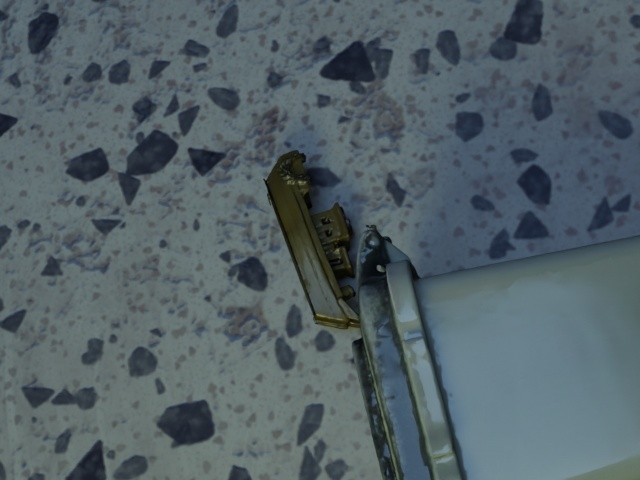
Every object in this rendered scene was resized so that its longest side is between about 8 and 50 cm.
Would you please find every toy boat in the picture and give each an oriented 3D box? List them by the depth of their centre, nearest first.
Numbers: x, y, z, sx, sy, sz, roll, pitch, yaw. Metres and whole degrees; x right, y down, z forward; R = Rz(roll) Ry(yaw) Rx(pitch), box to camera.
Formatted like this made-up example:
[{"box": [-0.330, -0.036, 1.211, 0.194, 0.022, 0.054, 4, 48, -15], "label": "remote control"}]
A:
[{"box": [0.000, 0.000, 1.217, 0.072, 0.064, 0.206, -20, 69, -4], "label": "toy boat"}]

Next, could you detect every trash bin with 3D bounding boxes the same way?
[{"box": [0.226, 0.103, 1.004, 0.367, 0.256, 0.296, -17, 67, 10], "label": "trash bin"}]
